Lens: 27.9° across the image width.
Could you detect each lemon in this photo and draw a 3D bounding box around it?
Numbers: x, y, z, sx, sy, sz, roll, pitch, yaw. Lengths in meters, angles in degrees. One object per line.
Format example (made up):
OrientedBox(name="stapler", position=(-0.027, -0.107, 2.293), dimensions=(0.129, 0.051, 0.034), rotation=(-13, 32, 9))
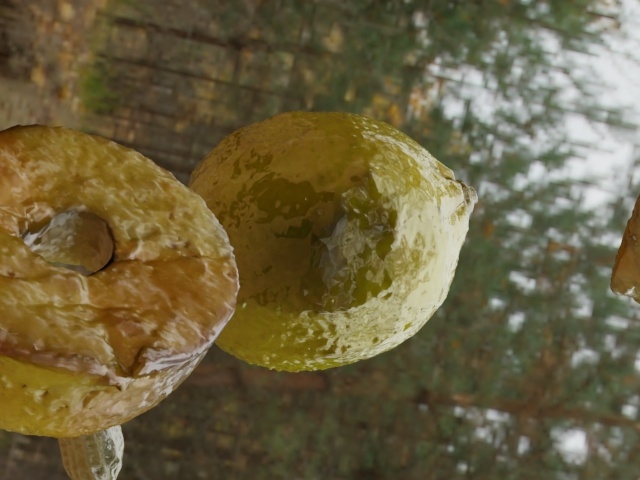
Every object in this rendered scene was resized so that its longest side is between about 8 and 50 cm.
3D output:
OrientedBox(name="lemon", position=(0.000, 0.000, 1.298), dimensions=(0.268, 0.321, 0.268), rotation=(-4, 90, -85))

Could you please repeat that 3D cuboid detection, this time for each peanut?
OrientedBox(name="peanut", position=(-0.323, 0.253, 1.786), dimensions=(0.083, 0.093, 0.194), rotation=(-1, -78, 48))

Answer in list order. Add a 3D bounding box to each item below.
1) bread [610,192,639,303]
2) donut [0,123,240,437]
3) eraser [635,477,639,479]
OrientedBox(name="bread", position=(0.313, -0.069, 0.962), dimensions=(0.185, 0.114, 0.275), rotation=(15, 95, -76))
OrientedBox(name="donut", position=(-0.133, 0.021, 0.636), dimensions=(0.075, 0.174, 0.190), rotation=(-64, 180, 31))
OrientedBox(name="eraser", position=(0.326, 0.355, 0.908), dimensions=(0.150, 0.331, 0.331), rotation=(-15, -123, 43))
